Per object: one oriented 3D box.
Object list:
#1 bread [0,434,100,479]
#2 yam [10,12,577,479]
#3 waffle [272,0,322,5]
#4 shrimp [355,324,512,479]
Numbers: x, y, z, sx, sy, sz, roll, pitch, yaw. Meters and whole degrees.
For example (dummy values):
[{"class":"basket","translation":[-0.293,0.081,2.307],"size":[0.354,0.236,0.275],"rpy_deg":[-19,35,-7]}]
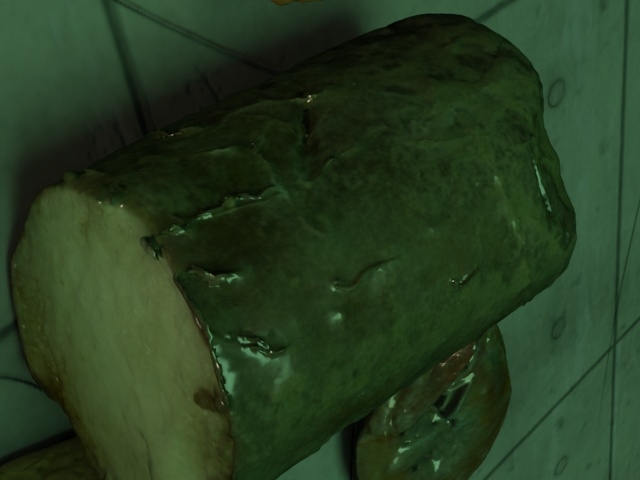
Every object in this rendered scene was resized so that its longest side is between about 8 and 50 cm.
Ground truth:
[{"class":"bread","translation":[-0.127,0.248,0.588],"size":[0.184,0.114,0.275],"rpy_deg":[-22,124,-40]},{"class":"yam","translation":[0.000,0.000,0.526],"size":[0.300,0.195,0.195],"rpy_deg":[-31,131,-34]},{"class":"waffle","translation":[0.068,-0.278,0.530],"size":[0.327,0.098,0.224],"rpy_deg":[-33,130,-34]},{"class":"shrimp","translation":[0.086,0.121,0.786],"size":[0.168,0.077,0.317],"rpy_deg":[-41,139,-22]}]
